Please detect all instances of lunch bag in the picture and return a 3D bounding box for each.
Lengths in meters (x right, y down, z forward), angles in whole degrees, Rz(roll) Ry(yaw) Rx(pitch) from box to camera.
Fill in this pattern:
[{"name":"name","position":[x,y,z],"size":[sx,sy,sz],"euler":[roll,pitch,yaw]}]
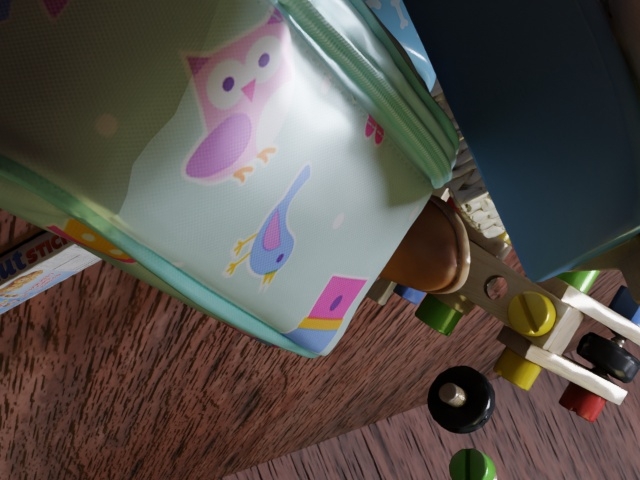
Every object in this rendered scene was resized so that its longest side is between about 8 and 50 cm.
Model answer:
[{"name":"lunch bag","position":[-0.100,-0.079,0.549],"size":[0.108,0.279,0.224],"euler":[-57,155,0]}]

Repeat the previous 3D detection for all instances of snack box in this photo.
[{"name":"snack box","position":[-0.218,0.025,1.317],"size":[0.178,0.022,0.064],"euler":[-27,167,22]}]

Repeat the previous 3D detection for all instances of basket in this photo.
[{"name":"basket","position":[0.133,-0.075,1.305],"size":[0.113,0.103,0.167],"euler":[-25,166,7]}]

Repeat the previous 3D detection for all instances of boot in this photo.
[{"name":"boot","position":[0.000,0.000,1.301],"size":[0.152,0.073,0.197],"euler":[-4,-166,-35]}]

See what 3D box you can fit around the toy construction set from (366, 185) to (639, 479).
[{"name":"toy construction set","position":[0.163,0.009,1.469],"size":[0.309,0.257,0.237],"euler":[-34,153,12]}]

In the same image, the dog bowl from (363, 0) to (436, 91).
[{"name":"dog bowl","position":[-0.030,-0.084,0.965],"size":[0.166,0.074,0.297],"euler":[0,162,-15]}]

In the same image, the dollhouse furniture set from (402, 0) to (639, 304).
[{"name":"dollhouse furniture set","position":[0.169,-0.144,0.637],"size":[0.198,0.303,0.286],"euler":[-30,165,33]}]
